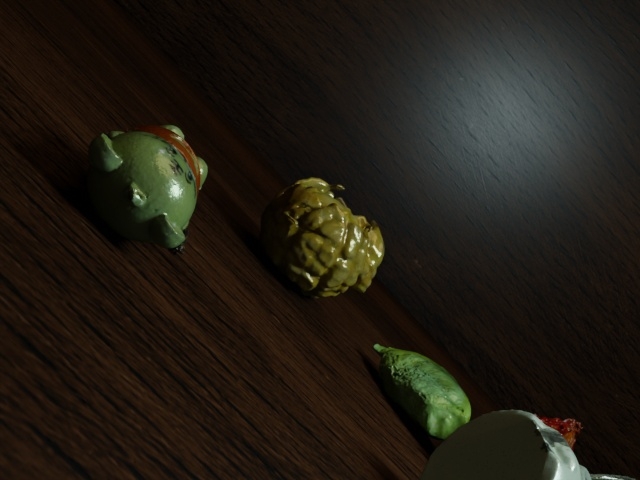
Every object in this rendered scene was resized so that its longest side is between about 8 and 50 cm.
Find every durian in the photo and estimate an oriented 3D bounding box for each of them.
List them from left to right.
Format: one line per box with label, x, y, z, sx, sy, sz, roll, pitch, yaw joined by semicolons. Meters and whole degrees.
durian;0.179;0.258;1.449;0.139;0.101;0.250;44;6;-28

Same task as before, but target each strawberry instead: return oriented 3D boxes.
strawberry;0.488;0.501;1.975;0.178;0.234;0.234;17;-11;30

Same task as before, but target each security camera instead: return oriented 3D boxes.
security camera;0.246;0.337;0.983;0.236;0.194;0.194;51;3;-22

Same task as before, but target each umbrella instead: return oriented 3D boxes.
umbrella;-0.172;-0.001;1.025;0.031;0.020;0.083;44;11;-20

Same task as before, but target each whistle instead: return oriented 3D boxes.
whistle;-0.185;-0.068;0.929;0.131;0.106;0.288;53;4;-11

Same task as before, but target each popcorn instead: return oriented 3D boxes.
popcorn;0.000;0.000;1.494;0.250;0.190;0.250;50;11;-13

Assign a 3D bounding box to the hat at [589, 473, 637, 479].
hat;0.327;0.413;1.160;0.257;0.257;0.130;41;40;-49
